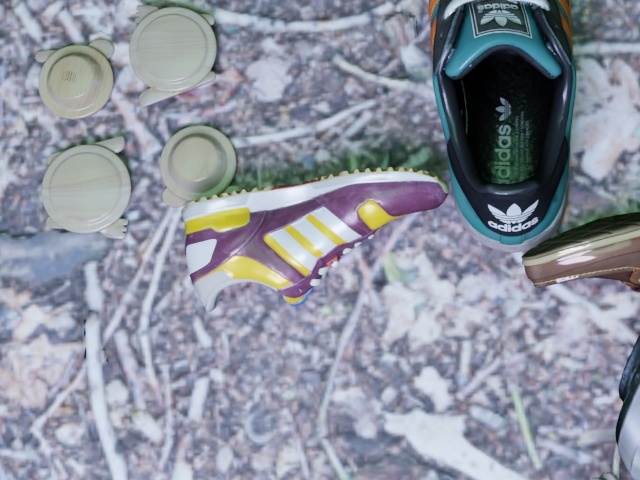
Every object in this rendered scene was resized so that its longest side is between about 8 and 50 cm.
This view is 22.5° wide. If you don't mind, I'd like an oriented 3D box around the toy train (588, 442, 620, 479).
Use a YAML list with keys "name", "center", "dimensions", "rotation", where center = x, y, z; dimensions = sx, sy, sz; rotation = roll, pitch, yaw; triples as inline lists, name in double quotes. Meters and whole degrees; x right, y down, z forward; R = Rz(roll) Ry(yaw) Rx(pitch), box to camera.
- name: "toy train"
  center: [0.115, 0.237, 1.026]
  dimensions: [0.143, 0.105, 0.248]
  rotation: [3, 79, 19]

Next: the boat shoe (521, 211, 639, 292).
- name: "boat shoe"
  center: [0.224, 0.010, 1.070]
  dimensions: [0.177, 0.064, 0.060]
  rotation: [-12, 97, -4]

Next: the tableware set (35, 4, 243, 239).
- name: "tableware set"
  center: [-0.134, -0.085, 1.143]
  dimensions: [0.141, 0.020, 0.169]
  rotation: [-10, 78, 4]

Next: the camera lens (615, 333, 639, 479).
- name: "camera lens"
  center: [0.329, 0.103, 0.941]
  dimensions: [0.274, 0.219, 0.219]
  rotation: [32, 83, 20]

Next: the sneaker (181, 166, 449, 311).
- name: "sneaker"
  center: [0.000, 0.000, 1.097]
  dimensions: [0.185, 0.069, 0.084]
  rotation: [-10, 87, 9]

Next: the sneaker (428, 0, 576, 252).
- name: "sneaker"
  center: [0.125, -0.149, 1.081]
  dimensions: [0.108, 0.121, 0.302]
  rotation: [-6, 79, 3]
